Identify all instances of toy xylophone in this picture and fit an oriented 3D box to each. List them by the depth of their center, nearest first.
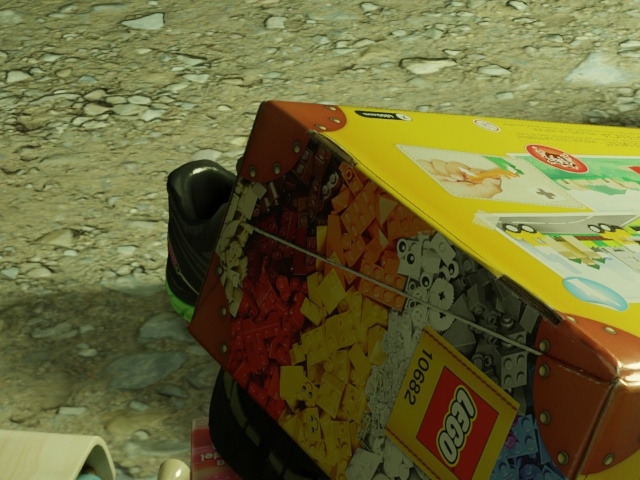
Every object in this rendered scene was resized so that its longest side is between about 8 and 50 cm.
[{"bbox_3d":[-0.249,0.262,1.352,0.236,0.081,0.322,6,30,19],"label":"toy xylophone"}]

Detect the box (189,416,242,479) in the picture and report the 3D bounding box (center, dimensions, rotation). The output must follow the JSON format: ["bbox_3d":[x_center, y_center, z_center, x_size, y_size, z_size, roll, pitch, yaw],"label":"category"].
[{"bbox_3d":[0.048,0.232,1.297,0.300,0.154,0.142,-4,30,-2],"label":"box"}]

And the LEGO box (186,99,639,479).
[{"bbox_3d":[0.221,0.071,1.159,0.500,0.193,0.372,1,28,-39],"label":"LEGO box"}]

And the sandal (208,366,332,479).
[{"bbox_3d":[-0.012,0.144,1.220,0.086,0.120,0.303,14,22,-28],"label":"sandal"}]

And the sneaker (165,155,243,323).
[{"bbox_3d":[0.000,0.000,1.593,0.483,0.202,0.185,4,23,42],"label":"sneaker"}]
